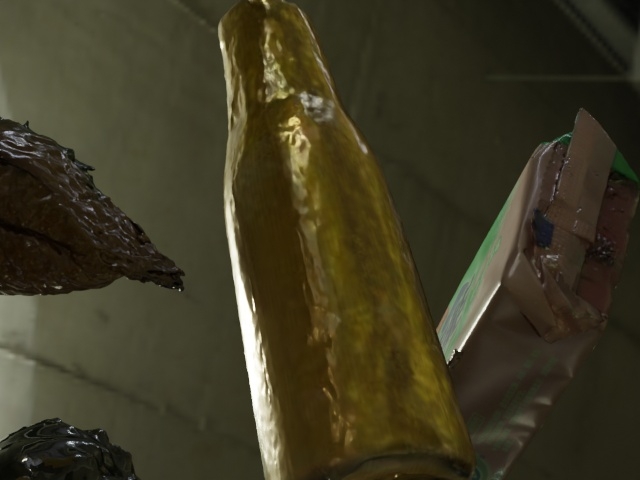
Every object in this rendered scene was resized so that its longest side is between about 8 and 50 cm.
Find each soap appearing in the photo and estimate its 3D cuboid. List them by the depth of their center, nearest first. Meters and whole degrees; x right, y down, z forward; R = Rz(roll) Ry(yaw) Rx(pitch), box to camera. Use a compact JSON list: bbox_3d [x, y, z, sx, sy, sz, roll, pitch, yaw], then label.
[{"bbox_3d":[0.146,0.067,1.261,0.273,0.098,0.218,114,-178,-47],"label":"soap"}]

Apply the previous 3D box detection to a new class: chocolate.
[{"bbox_3d":[0.000,0.000,0.656,0.085,0.085,0.219,27,-136,-54],"label":"chocolate"}]

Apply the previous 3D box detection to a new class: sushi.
[{"bbox_3d":[-0.252,-0.030,1.347,0.140,0.287,0.149,19,-106,-84],"label":"sushi"}]

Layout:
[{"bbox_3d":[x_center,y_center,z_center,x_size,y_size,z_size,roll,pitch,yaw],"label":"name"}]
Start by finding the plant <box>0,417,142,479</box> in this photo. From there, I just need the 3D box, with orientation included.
[{"bbox_3d":[-0.192,0.205,0.881,0.256,0.142,0.164,-41,-37,2],"label":"plant"}]
